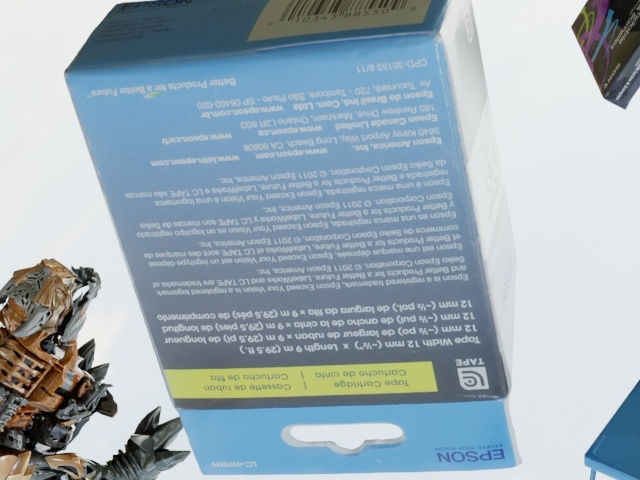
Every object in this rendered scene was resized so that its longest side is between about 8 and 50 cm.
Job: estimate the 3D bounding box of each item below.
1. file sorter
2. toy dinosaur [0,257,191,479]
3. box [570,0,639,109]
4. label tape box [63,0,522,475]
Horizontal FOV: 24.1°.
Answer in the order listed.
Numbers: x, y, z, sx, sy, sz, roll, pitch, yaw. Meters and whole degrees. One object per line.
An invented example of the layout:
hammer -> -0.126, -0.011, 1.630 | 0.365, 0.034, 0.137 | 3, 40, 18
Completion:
file sorter -> 0.297, 0.194, 1.127 | 0.170, 0.104, 0.118 | 21, -137, 27
toy dinosaur -> -0.255, 0.158, 1.247 | 0.322, 0.164, 0.218 | -45, 154, 28
box -> 0.279, -0.203, 1.349 | 0.116, 0.029, 0.162 | -59, -161, 26
label tape box -> 0.000, 0.000, 1.035 | 0.249, 0.347, 0.115 | -4, -146, 17
